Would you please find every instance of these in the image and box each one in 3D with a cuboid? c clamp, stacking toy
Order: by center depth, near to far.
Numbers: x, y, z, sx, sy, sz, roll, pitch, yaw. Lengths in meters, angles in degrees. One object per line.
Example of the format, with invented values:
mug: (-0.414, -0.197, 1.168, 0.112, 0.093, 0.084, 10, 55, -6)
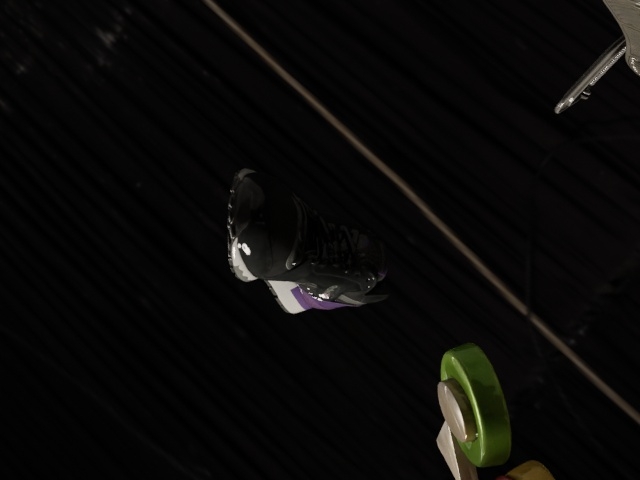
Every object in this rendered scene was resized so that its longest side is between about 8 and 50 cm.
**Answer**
stacking toy: (0.135, 0.278, 1.032, 0.130, 0.280, 0.309, -12, 142, -10)
c clamp: (0.356, -0.219, 1.220, 0.161, 0.022, 0.137, -48, 171, 29)

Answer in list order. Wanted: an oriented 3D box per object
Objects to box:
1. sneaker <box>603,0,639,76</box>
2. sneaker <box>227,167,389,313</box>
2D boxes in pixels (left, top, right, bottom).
sneaker: (0.249, -0.157, 0.610, 0.118, 0.083, 0.222, -57, 151, 4)
sneaker: (0.000, 0.000, 0.958, 0.283, 0.124, 0.107, 45, 46, -69)
